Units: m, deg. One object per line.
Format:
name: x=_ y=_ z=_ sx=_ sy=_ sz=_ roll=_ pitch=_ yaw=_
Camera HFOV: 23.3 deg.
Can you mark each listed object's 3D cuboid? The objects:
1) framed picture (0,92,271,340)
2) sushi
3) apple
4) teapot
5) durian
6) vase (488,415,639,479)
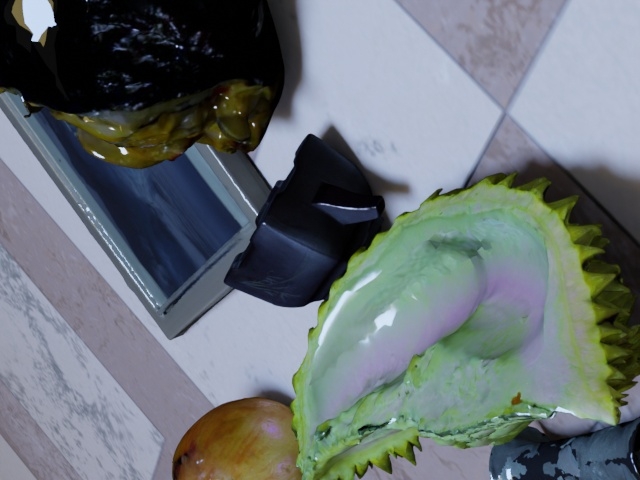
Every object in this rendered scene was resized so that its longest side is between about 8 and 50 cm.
framed picture: x=-0.209 y=-0.131 z=1.360 sx=0.446 sy=0.028 sz=0.326 roll=54 pitch=152 yaw=3
sushi: x=-0.139 y=-0.147 z=1.085 sx=0.200 sy=0.213 sz=0.204 roll=-125 pitch=32 yaw=-54
apple: x=-0.066 y=0.212 z=1.394 sx=0.146 sy=0.146 sz=0.146 roll=38 pitch=147 yaw=30
teapot: x=0.000 y=0.000 z=1.130 sx=0.096 sy=0.087 sz=0.177 roll=29 pitch=151 yaw=-5
durian: x=0.079 y=0.065 z=0.969 sx=0.157 sy=0.169 sz=0.355 roll=53 pitch=145 yaw=-4
vase: x=0.177 y=0.144 z=1.021 sx=0.059 sy=0.059 sz=0.167 roll=58 pitch=151 yaw=-5
